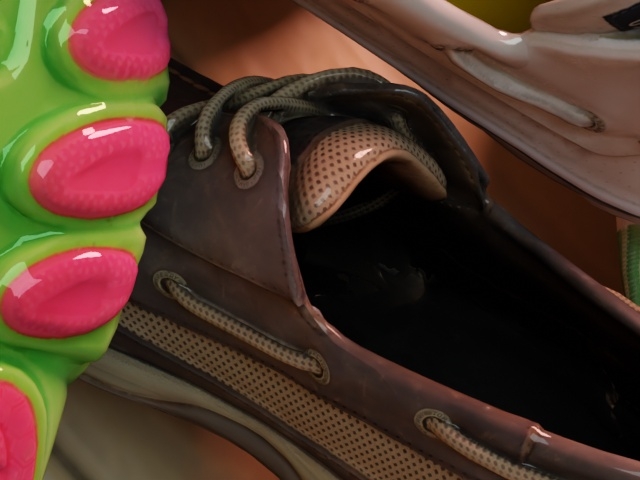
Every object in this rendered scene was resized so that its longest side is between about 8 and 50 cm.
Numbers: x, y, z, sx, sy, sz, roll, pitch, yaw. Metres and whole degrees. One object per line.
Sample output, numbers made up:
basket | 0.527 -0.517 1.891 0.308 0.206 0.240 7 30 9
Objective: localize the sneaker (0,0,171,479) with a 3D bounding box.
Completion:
sneaker | -0.202 0.097 0.519 0.185 0.202 0.482 28 85 -42

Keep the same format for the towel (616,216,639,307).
towel | 0.223 -0.022 0.711 0.248 0.038 0.324 11 66 -28

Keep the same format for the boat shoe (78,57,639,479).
boat shoe | 0.000 0.000 0.569 0.355 0.130 0.132 35 44 14

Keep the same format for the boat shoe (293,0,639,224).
boat shoe | 0.098 -0.086 0.521 0.367 0.156 0.135 28 93 -24
